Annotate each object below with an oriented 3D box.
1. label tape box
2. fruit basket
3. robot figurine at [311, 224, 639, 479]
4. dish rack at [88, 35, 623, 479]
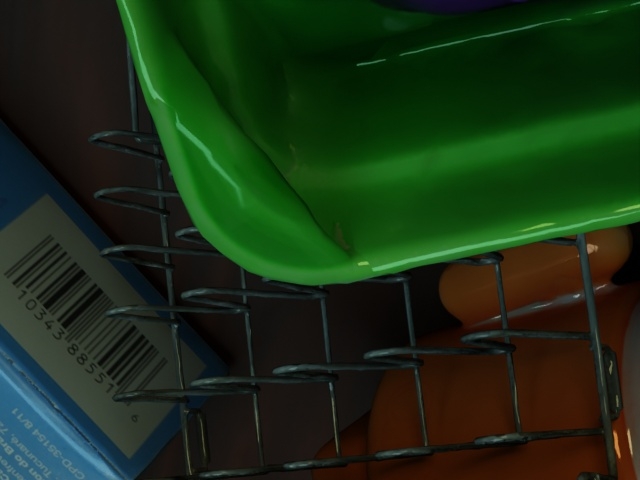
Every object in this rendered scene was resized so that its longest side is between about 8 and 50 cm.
[{"bbox_3d":[-0.243,0.074,0.752,0.240,0.106,0.334,48,127,-6],"label":"label tape box"},{"bbox_3d":[0.113,-0.134,0.254,0.392,0.392,0.283,-3,117,27],"label":"fruit basket"},{"bbox_3d":[0.107,0.084,0.579,0.219,0.158,0.128,-17,147,32],"label":"robot figurine"},{"bbox_3d":[0.000,0.000,0.540,0.208,0.074,0.271,-13,78,33],"label":"dish rack"}]
